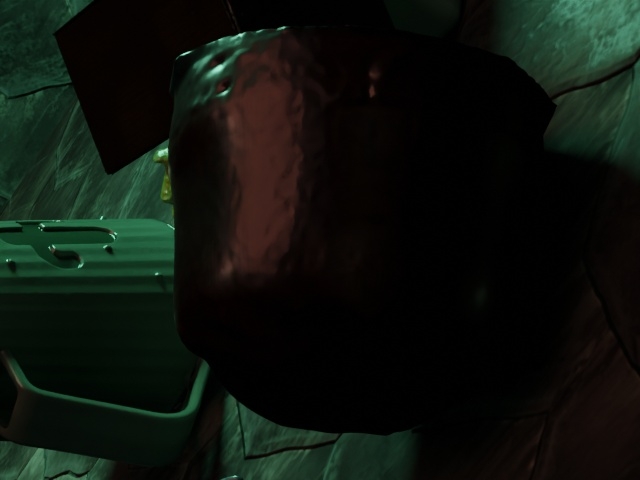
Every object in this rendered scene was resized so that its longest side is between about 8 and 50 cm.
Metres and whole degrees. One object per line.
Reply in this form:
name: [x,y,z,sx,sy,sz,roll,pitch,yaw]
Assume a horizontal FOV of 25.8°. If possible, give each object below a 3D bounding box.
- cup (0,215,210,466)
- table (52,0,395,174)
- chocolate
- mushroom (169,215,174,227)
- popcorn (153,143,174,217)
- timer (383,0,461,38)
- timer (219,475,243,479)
cup: [-0.337,0.118,1.775,0.401,0.392,0.310,-1,87,48]
table: [-0.105,-0.220,1.578,0.282,0.196,0.250,-25,-3,43]
chocolate: [0.030,0.012,1.286,0.383,0.383,0.331,-17,67,59]
mushroom: [-0.212,0.056,2.027,0.092,0.081,0.223,5,70,46]
popcorn: [-0.120,-0.080,1.890,0.187,0.167,0.185,-23,4,5]
timer: [0.049,-0.328,1.756,0.192,0.195,0.194,-40,32,42]
timer: [-0.153,0.372,1.499,0.255,0.175,0.175,-32,26,0]
